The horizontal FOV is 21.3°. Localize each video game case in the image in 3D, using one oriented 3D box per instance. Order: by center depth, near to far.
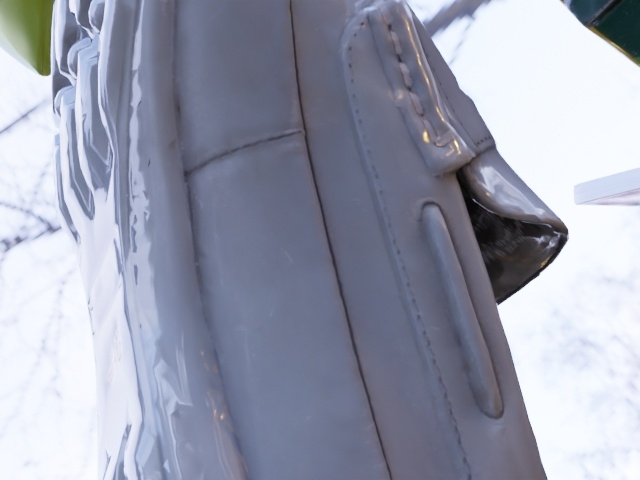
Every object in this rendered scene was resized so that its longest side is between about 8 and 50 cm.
[{"bbox_3d":[0.440,-0.056,1.801,0.285,0.204,0.025,1,-97,-21],"label":"video game case"}]

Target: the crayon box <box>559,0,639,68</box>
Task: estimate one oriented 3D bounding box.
[{"bbox_3d":[0.183,-0.181,1.043,0.083,0.203,0.323,-45,-26,14],"label":"crayon box"}]

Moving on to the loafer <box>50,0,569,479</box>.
[{"bbox_3d":[-0.001,-0.002,0.404,0.111,0.319,0.112,0,-20,-19],"label":"loafer"}]

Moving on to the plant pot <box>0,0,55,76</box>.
[{"bbox_3d":[-0.207,-0.297,1.233,0.228,0.207,0.227,-51,-12,-35],"label":"plant pot"}]
